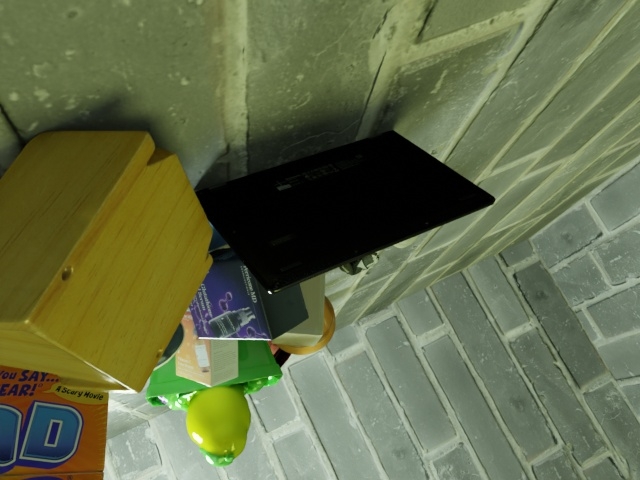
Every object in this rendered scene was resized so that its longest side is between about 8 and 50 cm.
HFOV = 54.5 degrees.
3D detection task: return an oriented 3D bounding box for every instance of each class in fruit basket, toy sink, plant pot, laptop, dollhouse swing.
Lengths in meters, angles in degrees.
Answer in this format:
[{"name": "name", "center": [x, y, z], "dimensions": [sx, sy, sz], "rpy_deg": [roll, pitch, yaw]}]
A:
[{"name": "fruit basket", "center": [-0.283, 0.430, 1.705], "dimensions": [0.392, 0.392, 0.283], "rpy_deg": [-23, 166, -17]}, {"name": "toy sink", "center": [-0.063, 0.148, 1.645], "dimensions": [0.131, 0.234, 0.153], "rpy_deg": [6, 160, -7]}, {"name": "plant pot", "center": [-0.059, 0.205, 1.820], "dimensions": [0.205, 0.205, 0.188], "rpy_deg": [-24, 150, -12]}, {"name": "laptop", "center": [-0.002, -0.015, 1.046], "dimensions": [0.382, 0.408, 0.236], "rpy_deg": [-21, 131, -23]}, {"name": "dollhouse swing", "center": [-0.358, 0.022, 0.772], "dimensions": [0.347, 0.304, 0.315], "rpy_deg": [82, 32, -66]}]

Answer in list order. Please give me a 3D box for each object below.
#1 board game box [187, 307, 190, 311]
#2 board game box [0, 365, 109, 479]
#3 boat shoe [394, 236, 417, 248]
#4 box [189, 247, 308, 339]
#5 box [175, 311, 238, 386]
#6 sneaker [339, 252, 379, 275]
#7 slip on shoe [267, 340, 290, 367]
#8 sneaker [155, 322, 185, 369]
[{"name": "board game box", "center": [-0.281, 0.119, 1.391], "dimensions": [0.136, 0.035, 0.201], "rpy_deg": [-36, 163, 32]}, {"name": "board game box", "center": [-0.563, 0.417, 1.057], "dimensions": [0.356, 0.356, 0.356], "rpy_deg": [5, 153, -21]}, {"name": "boat shoe", "center": [0.201, -0.044, 1.563], "dimensions": [0.096, 0.098, 0.277], "rpy_deg": [-34, 163, 28]}, {"name": "box", "center": [-0.144, 0.094, 1.149], "dimensions": [0.207, 0.153, 0.108], "rpy_deg": [-8, -168, 40]}, {"name": "box", "center": [-0.275, 0.246, 1.499], "dimensions": [0.130, 0.171, 0.091], "rpy_deg": [6, -171, 38]}, {"name": "sneaker", "center": [0.105, 0.055, 1.781], "dimensions": [0.106, 0.078, 0.234], "rpy_deg": [-28, 168, -6]}, {"name": "slip on shoe", "center": [-0.112, 0.325, 2.062], "dimensions": [0.331, 0.101, 0.123], "rpy_deg": [-53, 142, -19]}, {"name": "sneaker", "center": [-0.453, 0.244, 1.324], "dimensions": [0.350, 0.131, 0.148], "rpy_deg": [-21, 169, -23]}]
